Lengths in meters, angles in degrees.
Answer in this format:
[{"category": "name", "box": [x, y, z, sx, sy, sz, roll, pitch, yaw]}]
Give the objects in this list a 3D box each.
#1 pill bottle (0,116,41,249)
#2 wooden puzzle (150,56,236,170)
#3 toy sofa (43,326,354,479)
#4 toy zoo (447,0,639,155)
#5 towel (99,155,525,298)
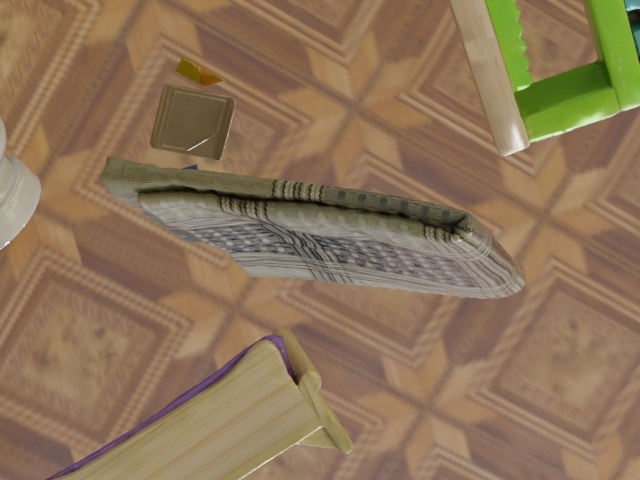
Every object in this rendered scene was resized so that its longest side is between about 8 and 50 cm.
[{"category": "pill bottle", "box": [-0.268, -0.069, 1.061, 0.103, 0.103, 0.184, -43, 125, 2]}, {"category": "wooden puzzle", "box": [-0.124, -0.116, 1.616, 0.078, 0.014, 0.116, 18, 109, -14]}, {"category": "toy sofa", "box": [-0.161, 0.241, 1.913, 0.362, 0.150, 0.177, -34, 111, -2]}, {"category": "toy zoo", "box": [0.184, -0.163, 0.666, 0.293, 0.030, 0.192, -18, 125, 5]}, {"category": "towel", "box": [0.000, 0.000, 1.443, 0.324, 0.312, 0.056, 9, 83, 15]}]
